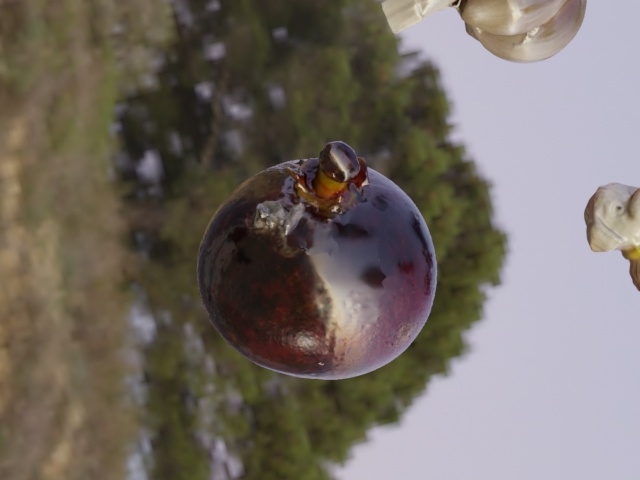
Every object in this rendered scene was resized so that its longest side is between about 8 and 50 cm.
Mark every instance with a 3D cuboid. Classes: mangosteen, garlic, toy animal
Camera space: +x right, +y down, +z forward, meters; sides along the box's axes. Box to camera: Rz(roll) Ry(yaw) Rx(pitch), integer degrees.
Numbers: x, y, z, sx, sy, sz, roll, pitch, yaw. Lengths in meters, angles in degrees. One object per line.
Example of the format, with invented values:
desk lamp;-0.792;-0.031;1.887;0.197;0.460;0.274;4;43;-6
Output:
mangosteen;0.000;0.000;1.834;0.235;0.235;0.261;-116;-154;-44
garlic;0.144;-0.208;1.638;0.131;0.194;0.127;54;-23;21
toy animal;0.354;0.022;2.095;0.185;0.104;0.184;43;-8;3
